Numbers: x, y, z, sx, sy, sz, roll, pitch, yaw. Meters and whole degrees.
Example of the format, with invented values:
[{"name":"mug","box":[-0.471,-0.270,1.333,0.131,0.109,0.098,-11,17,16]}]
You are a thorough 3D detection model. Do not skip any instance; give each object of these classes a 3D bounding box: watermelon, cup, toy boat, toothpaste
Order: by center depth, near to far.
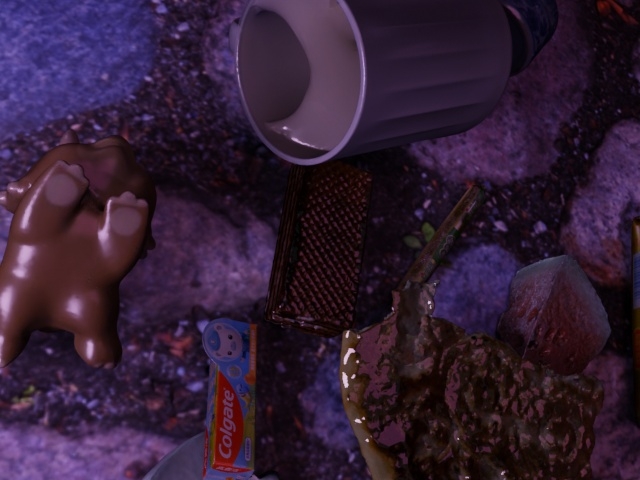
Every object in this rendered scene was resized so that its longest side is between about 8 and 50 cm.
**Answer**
[{"name":"toy boat","box":[-0.143,0.303,0.892,0.134,0.079,0.208,49,49,1]},{"name":"toothpaste","box":[-0.112,0.181,0.918,0.070,0.044,0.193,15,45,-18]},{"name":"cup","box":[0.054,-0.254,1.079,0.327,0.323,0.237,-19,125,-42]},{"name":"watermelon","box":[0.315,0.156,1.146,0.154,0.094,0.241,48,61,-13]}]

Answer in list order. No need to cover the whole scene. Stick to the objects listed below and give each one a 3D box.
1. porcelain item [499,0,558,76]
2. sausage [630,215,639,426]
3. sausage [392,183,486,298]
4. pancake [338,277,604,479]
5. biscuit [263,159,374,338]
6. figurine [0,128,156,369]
[{"name":"porcelain item","box":[0.295,-0.348,1.269,0.147,0.147,0.114,45,61,-4]},{"name":"sausage","box":[0.529,0.107,1.256,0.082,0.082,0.371,16,65,-19]},{"name":"sausage","box":[0.176,0.004,1.155,0.033,0.033,0.269,43,60,-5]},{"name":"pancake","box":[0.191,0.246,1.030,0.427,0.067,0.305,31,74,-11]},{"name":"biscuit","box":[0.000,0.000,1.056,0.106,0.070,0.252,18,65,-19]},{"name":"figurine","box":[-0.275,0.000,0.886,0.177,0.173,0.247,4,102,-19]}]
